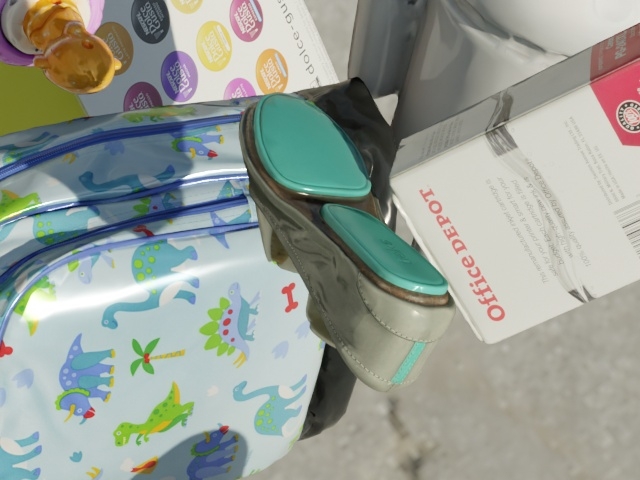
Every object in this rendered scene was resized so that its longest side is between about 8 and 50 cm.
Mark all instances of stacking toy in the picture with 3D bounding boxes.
[{"bbox_3d":[-0.223,-0.200,1.465,0.175,0.166,0.302,-1,39,-31],"label":"stacking toy"}]

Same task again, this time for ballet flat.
[{"bbox_3d":[0.000,0.000,0.951,0.072,0.068,0.213,9,27,-28],"label":"ballet flat"}]

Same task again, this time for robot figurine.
[{"bbox_3d":[0.162,-0.117,1.360,0.300,0.353,0.200,19,36,3],"label":"robot figurine"}]

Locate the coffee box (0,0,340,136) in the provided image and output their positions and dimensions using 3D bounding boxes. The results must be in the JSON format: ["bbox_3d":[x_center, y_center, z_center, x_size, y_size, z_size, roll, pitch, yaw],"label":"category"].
[{"bbox_3d":[-0.226,-0.150,1.987,0.334,0.338,0.338,-47,122,-39],"label":"coffee box"}]

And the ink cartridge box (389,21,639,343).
[{"bbox_3d":[0.126,-0.029,0.977,0.109,0.150,0.063,58,21,-19],"label":"ink cartridge box"}]

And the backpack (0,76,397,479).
[{"bbox_3d":[-0.135,0.044,1.315,0.355,0.290,0.273,4,32,-18],"label":"backpack"}]
